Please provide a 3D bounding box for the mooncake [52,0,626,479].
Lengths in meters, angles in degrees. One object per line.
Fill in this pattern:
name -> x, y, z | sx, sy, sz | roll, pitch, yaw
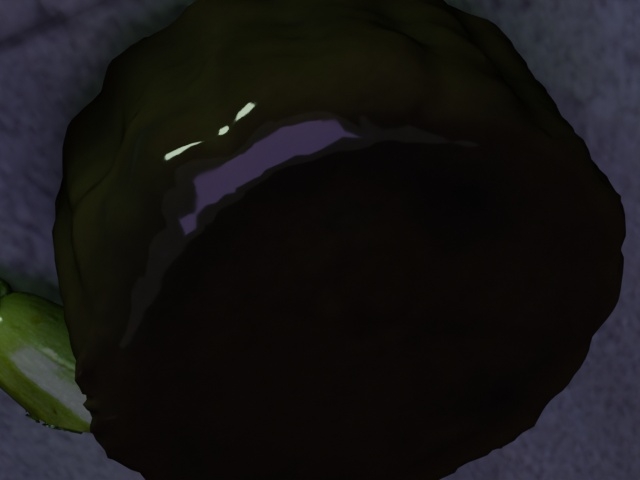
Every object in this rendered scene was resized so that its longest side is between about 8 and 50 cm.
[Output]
mooncake -> 0.001, 0.000, 0.874 | 0.324, 0.187, 0.324 | -8, 128, -11

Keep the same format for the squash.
squash -> -0.172, 0.080, 0.958 | 0.200, 0.090, 0.075 | 32, 109, -24
